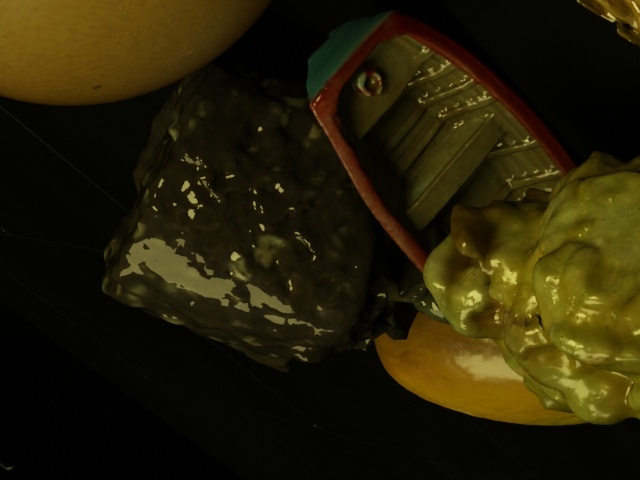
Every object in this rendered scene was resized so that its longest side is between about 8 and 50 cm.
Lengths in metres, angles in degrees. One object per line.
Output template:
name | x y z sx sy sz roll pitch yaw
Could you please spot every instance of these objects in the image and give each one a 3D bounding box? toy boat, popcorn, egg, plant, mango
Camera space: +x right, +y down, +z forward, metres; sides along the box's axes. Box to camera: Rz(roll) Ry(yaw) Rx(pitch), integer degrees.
toy boat | 0.127 -0.016 1.113 0.392 0.136 0.079 43 177 -36
popcorn | 0.204 0.026 1.012 0.266 0.192 0.233 13 177 -2
egg | -0.122 -0.200 0.787 0.250 0.250 0.322 34 158 -11
plant | 0.000 0.000 1.223 0.312 0.213 0.215 25 163 -15
mango | 0.173 0.100 1.393 0.316 0.119 0.176 8 151 32

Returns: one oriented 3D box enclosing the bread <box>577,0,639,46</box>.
bread | 0.160 -0.169 0.603 0.253 0.142 0.227 34 161 -22
